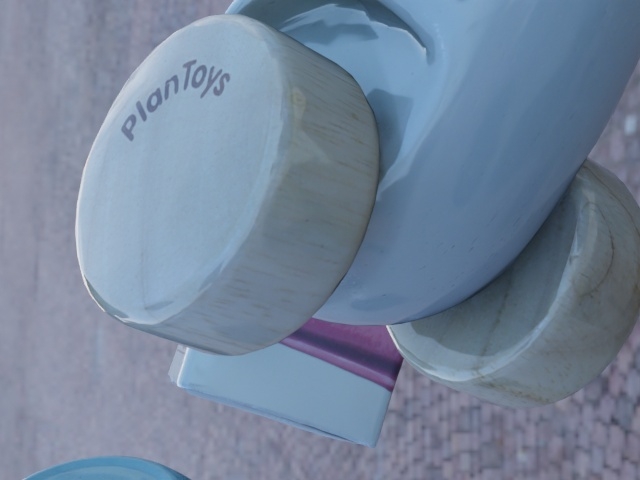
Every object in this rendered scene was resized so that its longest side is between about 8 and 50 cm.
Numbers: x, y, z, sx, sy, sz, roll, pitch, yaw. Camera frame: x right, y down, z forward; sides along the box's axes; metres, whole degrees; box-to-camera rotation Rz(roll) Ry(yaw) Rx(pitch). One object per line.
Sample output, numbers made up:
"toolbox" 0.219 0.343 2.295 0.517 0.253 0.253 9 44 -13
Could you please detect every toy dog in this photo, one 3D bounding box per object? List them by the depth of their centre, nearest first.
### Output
"toy dog" 0.043 -0.108 0.409 0.333 0.220 0.161 -50 42 -10

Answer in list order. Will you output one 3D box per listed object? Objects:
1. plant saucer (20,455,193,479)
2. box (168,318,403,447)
"plant saucer" -0.099 0.123 0.593 0.119 0.119 0.021 -127 28 -63
"box" 0.000 0.000 0.886 0.148 0.127 0.232 161 127 -81
